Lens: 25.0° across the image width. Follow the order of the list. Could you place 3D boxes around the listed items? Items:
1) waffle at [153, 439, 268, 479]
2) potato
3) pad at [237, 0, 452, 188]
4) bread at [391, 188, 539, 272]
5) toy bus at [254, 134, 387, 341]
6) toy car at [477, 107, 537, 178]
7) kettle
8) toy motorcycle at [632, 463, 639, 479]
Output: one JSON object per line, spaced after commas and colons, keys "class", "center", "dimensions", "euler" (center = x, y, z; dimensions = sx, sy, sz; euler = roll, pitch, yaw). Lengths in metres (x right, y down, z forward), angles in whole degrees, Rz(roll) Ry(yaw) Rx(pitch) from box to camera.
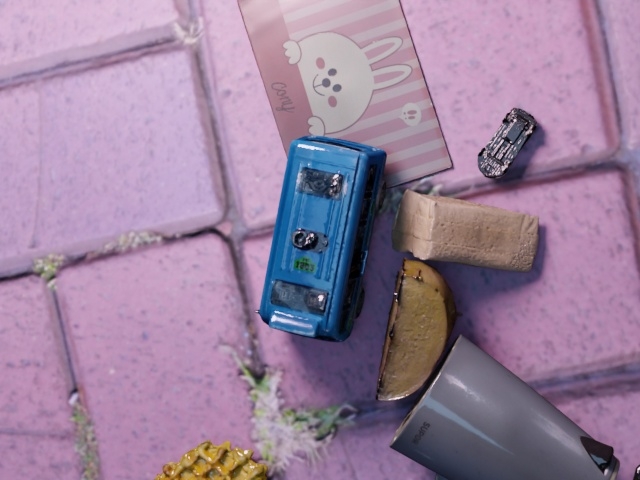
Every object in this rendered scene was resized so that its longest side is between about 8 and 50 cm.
{"class": "waffle", "center": [-0.138, 0.347, 1.849], "dimensions": [0.191, 0.038, 0.191], "euler": [1, 92, 14]}
{"class": "potato", "center": [0.124, 0.109, 1.754], "dimensions": [0.089, 0.100, 0.172], "euler": [9, 105, 0]}
{"class": "pad", "center": [0.026, -0.203, 1.804], "dimensions": [0.202, 0.005, 0.300], "euler": [-17, 88, 14]}
{"class": "bread", "center": [0.177, -0.010, 1.768], "dimensions": [0.152, 0.105, 0.077], "euler": [9, 95, -19]}
{"class": "toy bus", "center": [0.000, 0.000, 1.750], "dimensions": [0.113, 0.134, 0.246], "euler": [13, 97, 12]}
{"class": "toy car", "center": [0.225, -0.116, 1.750], "dimensions": [0.041, 0.025, 0.093], "euler": [36, 96, 11]}
{"class": "kettle", "center": [0.210, 0.263, 1.719], "dimensions": [0.243, 0.160, 0.211], "euler": [34, 118, 4]}
{"class": "toy motorcycle", "center": [0.418, 0.321, 1.659], "dimensions": [0.106, 0.159, 0.271], "euler": [10, 97, -9]}
